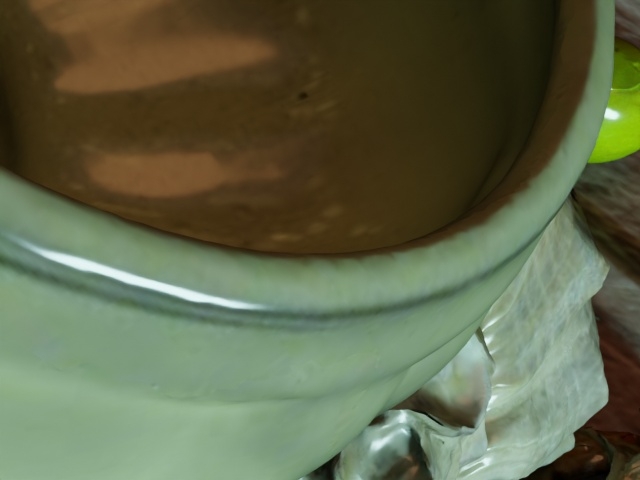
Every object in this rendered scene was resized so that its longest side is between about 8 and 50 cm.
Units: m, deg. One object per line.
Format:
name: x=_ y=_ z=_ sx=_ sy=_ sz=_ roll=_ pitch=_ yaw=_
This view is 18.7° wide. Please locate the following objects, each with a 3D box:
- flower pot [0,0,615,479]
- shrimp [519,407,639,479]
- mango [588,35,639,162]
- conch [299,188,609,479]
flower pot: x=-0.111 y=-0.051 z=0.458 sx=0.307 sy=0.244 sz=0.307 roll=23 pitch=48 yaw=-28
shrimp: x=0.107 y=0.097 z=0.716 sx=0.099 sy=0.041 sz=0.180 roll=20 pitch=36 yaw=19
mango: x=0.105 y=-0.069 z=0.886 sx=0.108 sy=0.056 sz=0.073 roll=9 pitch=35 yaw=-14
conch: x=0.004 y=-0.010 z=0.675 sx=0.210 sy=0.159 sz=0.291 roll=-1 pitch=41 yaw=-17
